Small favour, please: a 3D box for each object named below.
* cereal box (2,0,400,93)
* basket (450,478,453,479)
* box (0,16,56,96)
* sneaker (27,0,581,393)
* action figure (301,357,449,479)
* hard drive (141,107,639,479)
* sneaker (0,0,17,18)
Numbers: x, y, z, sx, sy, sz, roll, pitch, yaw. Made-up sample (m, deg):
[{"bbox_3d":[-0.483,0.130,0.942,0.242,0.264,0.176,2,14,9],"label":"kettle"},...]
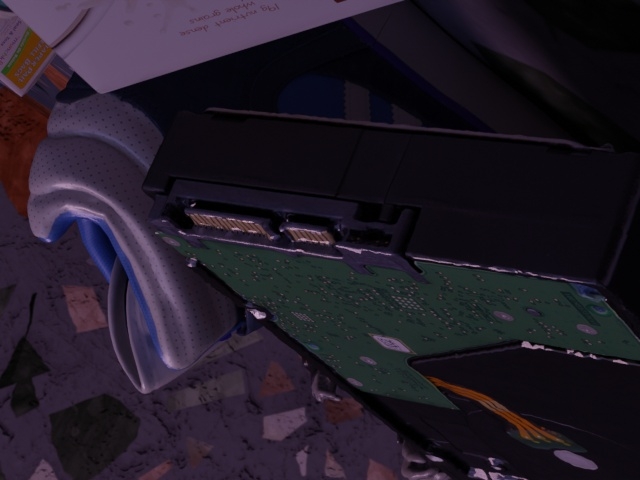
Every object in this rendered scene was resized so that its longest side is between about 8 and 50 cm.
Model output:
[{"bbox_3d":[-0.055,-0.140,0.656,0.240,0.173,0.047,45,-146,-58],"label":"cereal box"},{"bbox_3d":[0.264,0.241,1.505,0.299,0.223,0.213,31,172,34],"label":"basket"},{"bbox_3d":[-0.311,-0.228,1.666,0.114,0.103,0.203,32,173,35],"label":"box"},{"bbox_3d":[0.000,0.000,1.015,0.323,0.236,0.130,39,174,-25],"label":"sneaker"},{"bbox_3d":[0.072,0.081,1.339,0.275,0.141,0.164,0,152,28],"label":"action figure"},{"bbox_3d":[0.103,0.053,0.872,0.237,0.064,0.339,7,158,38],"label":"hard drive"},{"bbox_3d":[-0.256,-0.239,1.300,0.275,0.107,0.110,33,159,-33],"label":"sneaker"}]
